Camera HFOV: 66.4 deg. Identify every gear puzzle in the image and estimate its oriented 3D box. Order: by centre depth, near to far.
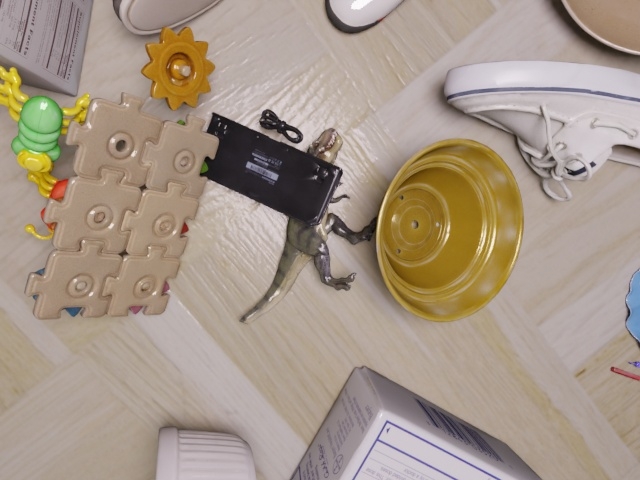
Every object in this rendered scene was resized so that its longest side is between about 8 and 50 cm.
[{"bbox_3d":[-0.207,-0.072,0.542,0.044,0.175,0.339,28,102,36],"label":"gear puzzle"}]

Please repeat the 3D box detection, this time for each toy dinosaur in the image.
[{"bbox_3d":[0.000,0.000,0.623,0.118,0.064,0.268,22,93,6],"label":"toy dinosaur"}]

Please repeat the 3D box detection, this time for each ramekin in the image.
[{"bbox_3d":[-0.140,0.325,0.569,0.109,0.207,0.207,5,95,-17],"label":"ramekin"}]

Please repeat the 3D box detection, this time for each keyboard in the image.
[{"bbox_3d":[-0.061,-0.099,0.595,0.180,0.023,0.108,25,100,11],"label":"keyboard"}]

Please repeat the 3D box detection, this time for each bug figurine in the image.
[{"bbox_3d":[-0.351,-0.085,0.485,0.279,0.216,0.072,12,52,-27],"label":"bug figurine"}]

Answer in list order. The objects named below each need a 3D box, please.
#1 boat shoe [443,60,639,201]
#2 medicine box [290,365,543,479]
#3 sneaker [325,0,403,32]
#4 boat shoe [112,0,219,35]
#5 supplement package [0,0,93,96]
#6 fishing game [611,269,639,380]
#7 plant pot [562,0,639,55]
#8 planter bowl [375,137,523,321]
[{"bbox_3d":[0.323,-0.128,0.625,0.367,0.136,0.156,3,98,-17],"label":"boat shoe"},{"bbox_3d":[0.098,0.362,0.625,0.263,0.149,0.289,30,92,-9],"label":"medicine box"},{"bbox_3d":[0.120,-0.360,0.559,0.270,0.145,0.090,-39,99,-2],"label":"sneaker"},{"bbox_3d":[-0.119,-0.371,0.556,0.095,0.112,0.335,43,83,8],"label":"boat shoe"},{"bbox_3d":[-0.354,-0.276,0.447,0.199,0.263,0.198,12,93,-8],"label":"supplement package"},{"bbox_3d":[0.540,0.098,0.711,0.189,0.041,0.264,20,93,-6],"label":"fishing game"},{"bbox_3d":[0.434,-0.387,0.559,0.284,0.284,0.191,40,53,-9],"label":"plant pot"},{"bbox_3d":[0.140,-0.016,0.612,0.217,0.090,0.217,-4,100,-25],"label":"planter bowl"}]
